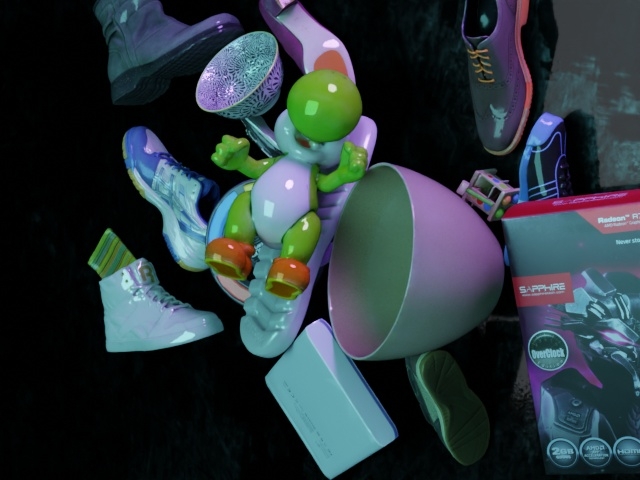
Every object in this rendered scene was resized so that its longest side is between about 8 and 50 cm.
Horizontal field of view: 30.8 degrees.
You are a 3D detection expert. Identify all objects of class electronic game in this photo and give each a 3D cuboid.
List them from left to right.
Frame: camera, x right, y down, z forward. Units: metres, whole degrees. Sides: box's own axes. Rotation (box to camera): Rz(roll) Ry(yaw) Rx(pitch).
[{"bbox_3d":[-0.093,0.007,1.977,0.229,0.048,0.229,1,93,22],"label":"electronic game"}]

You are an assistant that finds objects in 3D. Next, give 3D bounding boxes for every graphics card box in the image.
[{"bbox_3d":[0.388,0.124,1.541,0.232,0.094,0.371,-6,100,28],"label":"graphics card box"}]

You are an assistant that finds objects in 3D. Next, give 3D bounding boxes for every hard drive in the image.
[{"bbox_3d":[0.009,0.262,1.862,0.210,0.040,0.319,57,157,10],"label":"hard drive"}]

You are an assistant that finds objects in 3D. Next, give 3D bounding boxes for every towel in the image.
[{"bbox_3d":[-0.373,0.089,2.287,0.237,0.021,0.102,47,125,24],"label":"towel"}]

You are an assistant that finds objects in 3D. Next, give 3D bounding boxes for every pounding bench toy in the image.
[{"bbox_3d":[0.243,-0.063,1.687,0.065,0.083,0.052,41,121,29],"label":"pounding bench toy"}]

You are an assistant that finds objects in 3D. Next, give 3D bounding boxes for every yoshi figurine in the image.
[{"bbox_3d":[-0.037,-0.110,1.721,0.203,0.203,0.362,1,64,50],"label":"yoshi figurine"}]

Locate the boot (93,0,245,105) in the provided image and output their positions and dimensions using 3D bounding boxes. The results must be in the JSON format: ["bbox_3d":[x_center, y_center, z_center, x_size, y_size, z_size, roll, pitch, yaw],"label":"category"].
[{"bbox_3d":[-0.290,-0.396,2.077,0.338,0.118,0.223,-20,79,37],"label":"boot"}]

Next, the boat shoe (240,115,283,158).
[{"bbox_3d":[-0.106,-0.184,1.996,0.125,0.046,0.038,43,118,18],"label":"boat shoe"}]

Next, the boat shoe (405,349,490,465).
[{"bbox_3d":[0.190,0.244,1.760,0.073,0.080,0.223,31,153,56],"label":"boat shoe"}]

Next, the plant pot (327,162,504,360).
[{"bbox_3d":[0.153,0.042,1.687,0.284,0.191,0.284,-171,90,-69],"label":"plant pot"}]

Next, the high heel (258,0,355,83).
[{"bbox_3d":[-0.024,-0.310,1.903,0.244,0.082,0.117,53,168,1],"label":"high heel"}]

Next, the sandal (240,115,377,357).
[{"bbox_3d":[-0.008,-0.004,1.870,0.169,0.102,0.416,22,86,53],"label":"sandal"}]

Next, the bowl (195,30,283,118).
[{"bbox_3d":[-0.119,-0.261,1.951,0.170,0.080,0.170,-23,45,25],"label":"bowl"}]

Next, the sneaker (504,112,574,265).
[{"bbox_3d":[0.326,-0.059,1.628,0.090,0.081,0.232,18,113,28],"label":"sneaker"}]

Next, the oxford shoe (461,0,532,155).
[{"bbox_3d":[0.236,-0.255,1.650,0.097,0.098,0.271,2,99,41],"label":"oxford shoe"}]

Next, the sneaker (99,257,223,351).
[{"bbox_3d":[-0.311,0.115,2.167,0.292,0.108,0.169,-8,93,38],"label":"sneaker"}]

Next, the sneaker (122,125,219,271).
[{"bbox_3d":[-0.246,-0.096,2.106,0.131,0.112,0.296,-35,81,27],"label":"sneaker"}]
